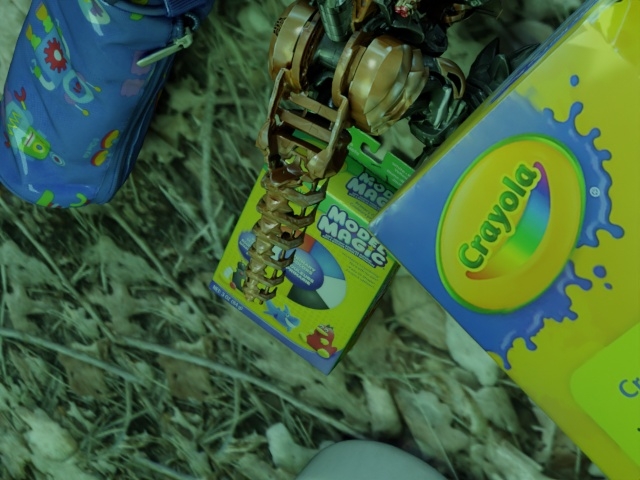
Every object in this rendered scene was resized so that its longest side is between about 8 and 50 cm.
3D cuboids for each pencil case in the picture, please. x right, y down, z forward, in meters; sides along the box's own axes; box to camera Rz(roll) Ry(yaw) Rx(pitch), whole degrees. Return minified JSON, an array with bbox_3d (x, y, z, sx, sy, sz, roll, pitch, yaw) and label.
[{"bbox_3d":[-0.166,-0.137,1.357,0.133,0.119,0.306,59,146,17],"label":"pencil case"}]

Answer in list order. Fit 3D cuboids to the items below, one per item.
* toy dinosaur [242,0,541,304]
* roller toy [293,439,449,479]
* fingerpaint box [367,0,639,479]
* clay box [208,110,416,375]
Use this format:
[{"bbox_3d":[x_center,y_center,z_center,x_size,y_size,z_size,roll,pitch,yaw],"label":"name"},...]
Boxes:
[{"bbox_3d":[0.024,-0.122,1.119,0.322,0.218,0.164,-44,74,11],"label":"toy dinosaur"},{"bbox_3d":[0.038,0.287,1.556,0.191,0.146,0.209,24,139,23],"label":"roller toy"},{"bbox_3d":[0.302,-0.028,0.814,0.371,0.163,0.445,45,131,0],"label":"fingerpaint box"},{"bbox_3d":[0.000,0.000,1.397,0.127,0.053,0.222,36,142,8],"label":"clay box"}]
